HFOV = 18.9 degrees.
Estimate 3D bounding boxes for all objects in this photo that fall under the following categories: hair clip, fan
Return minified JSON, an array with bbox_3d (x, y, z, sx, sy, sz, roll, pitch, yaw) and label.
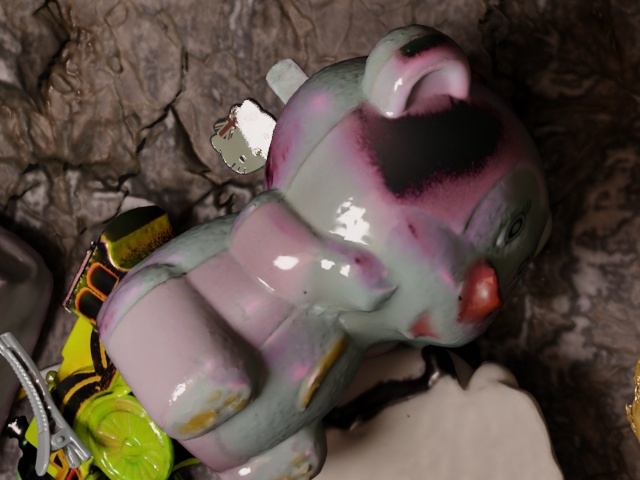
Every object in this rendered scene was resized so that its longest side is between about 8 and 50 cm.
[{"bbox_3d":[-0.217,0.123,1.440,0.030,0.039,0.115,-36,81,47],"label":"hair clip"},{"bbox_3d":[-0.047,-0.067,1.474,0.056,0.004,0.083,-42,86,22],"label":"fan"}]

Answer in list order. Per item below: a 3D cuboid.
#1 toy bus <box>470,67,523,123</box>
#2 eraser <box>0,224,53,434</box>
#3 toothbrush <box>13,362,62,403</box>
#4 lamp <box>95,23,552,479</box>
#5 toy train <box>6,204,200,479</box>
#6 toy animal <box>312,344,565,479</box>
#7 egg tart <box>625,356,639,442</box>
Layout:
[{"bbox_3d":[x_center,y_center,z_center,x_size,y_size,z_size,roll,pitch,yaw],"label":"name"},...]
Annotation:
[{"bbox_3d":[0.057,-0.021,1.414,0.096,0.073,0.235,37,111,0],"label":"toy bus"},{"bbox_3d":[-0.415,0.054,1.562,0.359,0.122,0.272,27,106,17],"label":"eraser"},{"bbox_3d":[-0.254,0.125,1.580,0.288,0.021,0.024,-31,78,22],"label":"toothbrush"},{"bbox_3d":[0.000,0.000,1.271,0.301,0.247,0.247,-39,48,0],"label":"lamp"},{"bbox_3d":[-0.148,0.121,1.481,0.160,0.100,0.296,36,120,14],"label":"toy train"},{"bbox_3d":[0.063,0.177,1.402,0.208,0.156,0.204,-22,91,-3],"label":"toy animal"},{"bbox_3d":[0.280,0.114,1.362,0.128,0.049,0.129,0,88,4],"label":"egg tart"}]
